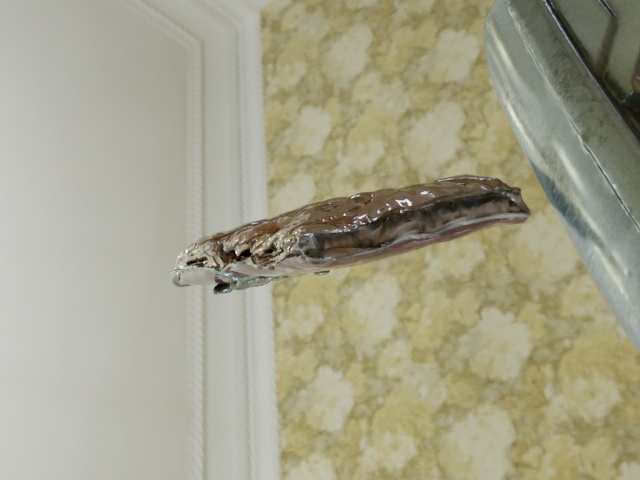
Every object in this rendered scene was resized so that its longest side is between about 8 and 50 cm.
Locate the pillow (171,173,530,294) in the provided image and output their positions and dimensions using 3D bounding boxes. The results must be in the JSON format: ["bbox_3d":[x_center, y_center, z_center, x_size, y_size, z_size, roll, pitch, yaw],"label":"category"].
[{"bbox_3d":[0.000,0.000,0.503,0.126,0.232,0.043,-15,-88,-24],"label":"pillow"}]

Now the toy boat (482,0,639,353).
[{"bbox_3d":[0.128,-0.025,0.335,0.078,0.085,0.260,18,-144,-27],"label":"toy boat"}]
